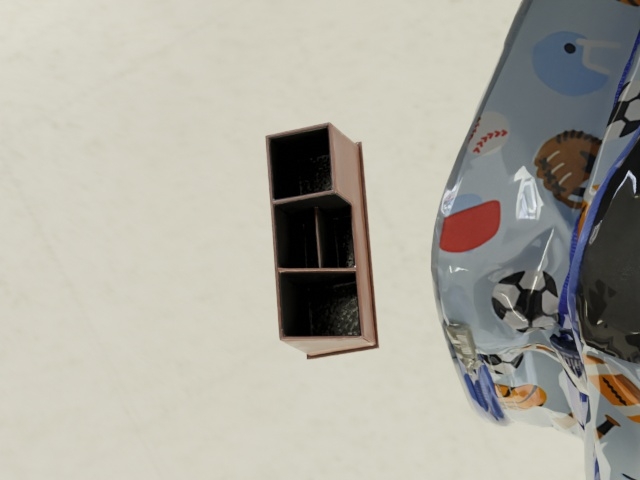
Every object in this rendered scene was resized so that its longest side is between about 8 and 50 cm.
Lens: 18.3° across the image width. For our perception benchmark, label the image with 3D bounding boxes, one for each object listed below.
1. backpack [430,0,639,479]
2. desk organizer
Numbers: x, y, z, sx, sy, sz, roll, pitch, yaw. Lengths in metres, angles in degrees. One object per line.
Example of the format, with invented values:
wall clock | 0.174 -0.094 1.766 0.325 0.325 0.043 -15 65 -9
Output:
backpack | 0.163 0.005 0.721 0.276 0.213 0.263 -60 148 -26
desk organizer | 0.000 0.000 1.178 0.050 0.047 0.130 34 49 -64
